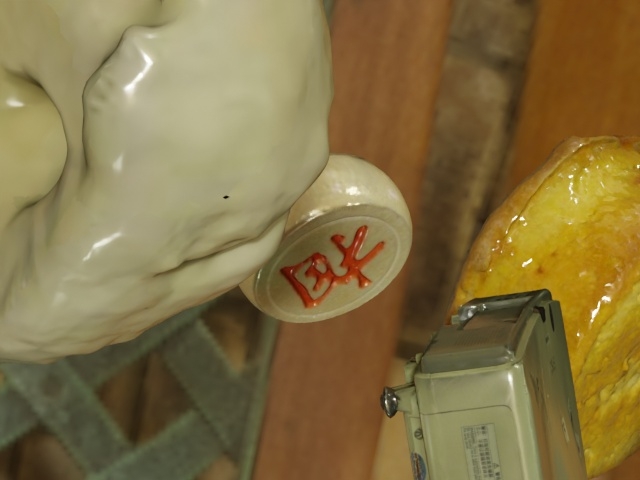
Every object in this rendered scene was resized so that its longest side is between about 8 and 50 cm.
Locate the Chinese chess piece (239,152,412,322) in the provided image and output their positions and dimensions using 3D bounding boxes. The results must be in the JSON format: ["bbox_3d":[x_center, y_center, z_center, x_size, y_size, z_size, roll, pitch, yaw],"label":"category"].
[{"bbox_3d":[0.000,0.000,1.272,0.122,0.122,0.051,-54,45,30],"label":"Chinese chess piece"}]

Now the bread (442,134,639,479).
[{"bbox_3d":[0.192,0.054,1.446,0.146,0.268,0.268,35,108,32],"label":"bread"}]

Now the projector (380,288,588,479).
[{"bbox_3d":[0.107,0.136,1.153,0.269,0.088,0.193,-25,-74,-78],"label":"projector"}]

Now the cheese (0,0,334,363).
[{"bbox_3d":[-0.121,-0.114,0.768,0.318,0.115,0.326,11,110,49],"label":"cheese"}]
